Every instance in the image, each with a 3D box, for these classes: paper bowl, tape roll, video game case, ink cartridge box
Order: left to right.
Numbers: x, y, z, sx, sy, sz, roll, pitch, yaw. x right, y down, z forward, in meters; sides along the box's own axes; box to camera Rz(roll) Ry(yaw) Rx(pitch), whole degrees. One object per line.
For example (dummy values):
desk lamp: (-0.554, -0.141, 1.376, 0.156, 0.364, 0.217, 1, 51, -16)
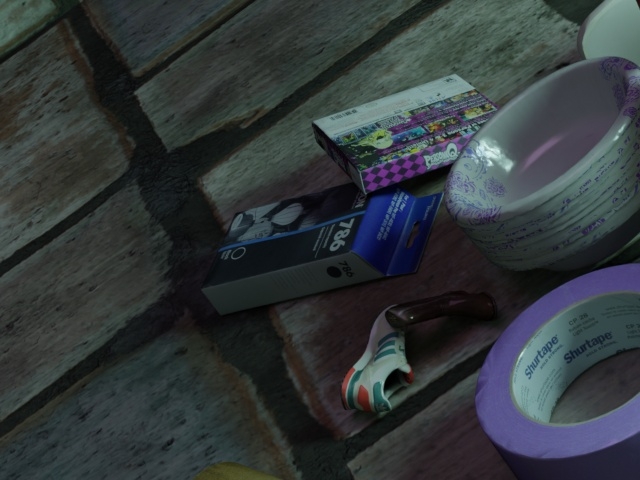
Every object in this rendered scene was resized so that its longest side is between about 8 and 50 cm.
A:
ink cartridge box: (0.000, 0.000, 2.311, 0.332, 0.065, 0.165, -14, 36, 32)
video game case: (0.129, -0.153, 2.345, 0.232, 0.042, 0.210, -20, 28, -12)
paper bowl: (0.301, -0.077, 2.004, 0.284, 0.148, 0.284, -35, 23, 17)
tape roll: (0.304, 0.151, 1.766, 0.275, 0.090, 0.275, -25, 32, 17)

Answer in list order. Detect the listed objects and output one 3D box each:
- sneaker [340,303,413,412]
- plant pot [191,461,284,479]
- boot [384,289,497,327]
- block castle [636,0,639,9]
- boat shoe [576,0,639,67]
sneaker: (0.088, 0.147, 2.035, 0.075, 0.057, 0.161, 10, 49, 29)
plant pot: (-0.007, 0.360, 1.682, 0.254, 0.237, 0.237, 6, 48, 30)
boot: (0.143, 0.087, 2.016, 0.114, 0.037, 0.106, -9, 6, -25)
block castle: (0.580, -0.263, 1.807, 0.303, 0.213, 0.453, -27, 24, -21)
boat shoe: (0.484, -0.344, 2.263, 0.340, 0.127, 0.158, -28, 24, -1)
